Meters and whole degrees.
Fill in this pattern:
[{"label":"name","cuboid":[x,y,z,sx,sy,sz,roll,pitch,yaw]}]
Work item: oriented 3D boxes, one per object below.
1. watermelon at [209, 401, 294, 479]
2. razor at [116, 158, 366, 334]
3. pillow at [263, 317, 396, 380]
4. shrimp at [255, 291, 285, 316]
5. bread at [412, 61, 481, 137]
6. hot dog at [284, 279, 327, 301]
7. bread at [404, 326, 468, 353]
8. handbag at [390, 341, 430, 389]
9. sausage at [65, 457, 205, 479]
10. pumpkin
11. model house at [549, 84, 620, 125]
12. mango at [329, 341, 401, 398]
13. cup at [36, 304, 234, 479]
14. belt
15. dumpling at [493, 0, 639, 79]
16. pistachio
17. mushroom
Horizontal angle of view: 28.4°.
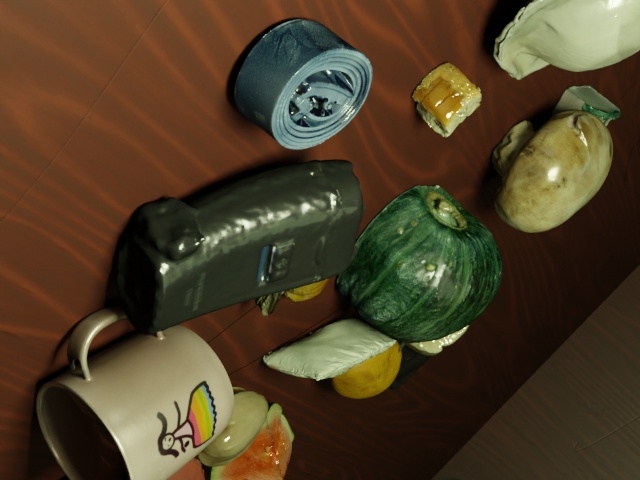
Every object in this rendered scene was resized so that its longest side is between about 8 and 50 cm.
[{"label":"watermelon","cuboid":[-0.119,0.349,2.241,0.193,0.137,0.145,-32,120,-31]},{"label":"razor","cuboid":[-0.096,0.004,1.600,0.327,0.107,0.189,-18,138,-33]},{"label":"pillow","cuboid":[0.020,0.184,2.157,0.229,0.128,0.051,-20,117,-45]},{"label":"shrimp","cuboid":[-0.103,0.033,1.761,0.173,0.058,0.253,-24,147,-27]},{"label":"bread","cuboid":[0.183,-0.204,1.834,0.083,0.070,0.077,-44,159,-11]},{"label":"hot dog","cuboid":[-0.003,-0.002,1.871,0.088,0.061,0.286,-23,149,-23]},{"label":"bread","cuboid":[0.209,0.137,2.358,0.148,0.134,0.141,-51,174,-4]},{"label":"handbag","cuboid":[0.188,0.210,2.556,0.223,0.080,0.247,-46,158,2]},{"label":"sausage","cuboid":[-0.294,0.393,1.914,0.279,0.152,0.152,-26,151,-39]},{"label":"pumpkin","cuboid":[0.184,0.067,2.146,0.263,0.197,0.293,-51,155,21]},{"label":"model house","cuboid":[0.472,-0.218,2.306,0.100,0.088,0.100,-8,136,-51]},{"label":"mango","cuboid":[0.074,0.226,2.337,0.147,0.109,0.227,-45,157,10]},{"label":"cup","cuboid":[-0.241,0.194,1.654,0.200,0.191,0.253,-33,123,-37]},{"label":"belt","cuboid":[-0.019,-0.183,1.489,0.141,0.082,0.190,-56,156,17]},{"label":"dumpling","cuboid":[0.379,-0.328,1.863,0.260,0.181,0.341,-30,-168,16]},{"label":"pistachio","cuboid":[-0.149,0.300,2.068,0.149,0.113,0.113,-32,154,-29]},{"label":"mushroom","cuboid":[0.402,-0.128,2.206,0.255,0.184,0.255,-34,154,-19]}]
